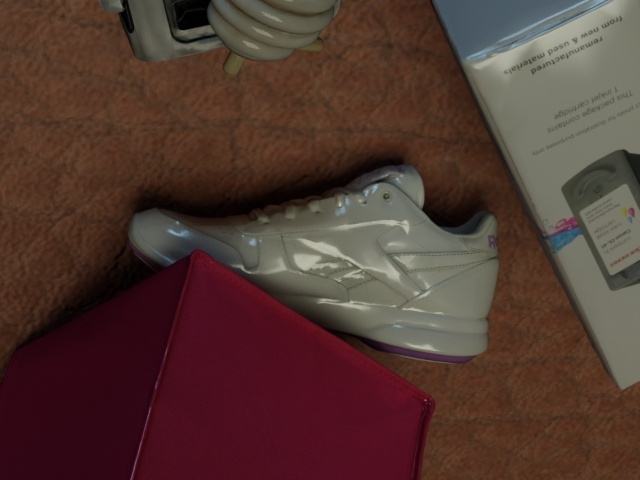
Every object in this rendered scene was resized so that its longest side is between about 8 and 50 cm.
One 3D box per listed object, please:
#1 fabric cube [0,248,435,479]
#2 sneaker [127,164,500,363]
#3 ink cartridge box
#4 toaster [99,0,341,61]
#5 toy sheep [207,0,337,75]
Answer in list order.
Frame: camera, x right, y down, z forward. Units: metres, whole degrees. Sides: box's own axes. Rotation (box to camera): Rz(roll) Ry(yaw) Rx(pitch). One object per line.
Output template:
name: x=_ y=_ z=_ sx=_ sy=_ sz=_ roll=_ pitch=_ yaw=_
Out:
fabric cube: x=-0.102 y=0.205 z=1.173 sx=0.259 sy=0.254 sz=0.258 roll=35 pitch=138 yaw=-27
sneaker: x=0.000 y=0.000 z=1.227 sx=0.305 sy=0.114 sz=0.152 roll=13 pitch=94 yaw=-15
ink cartridge box: x=0.190 y=-0.083 z=1.123 sx=0.131 sy=0.226 sz=0.306 roll=-27 pitch=123 yaw=7
toaster: x=-0.071 y=-0.226 z=1.054 sx=0.185 sy=0.110 sz=0.168 roll=-13 pitch=123 yaw=-3
toy sheep: x=-0.029 y=-0.158 z=0.990 sx=0.091 sy=0.091 sz=0.132 roll=16 pitch=122 yaw=-19
